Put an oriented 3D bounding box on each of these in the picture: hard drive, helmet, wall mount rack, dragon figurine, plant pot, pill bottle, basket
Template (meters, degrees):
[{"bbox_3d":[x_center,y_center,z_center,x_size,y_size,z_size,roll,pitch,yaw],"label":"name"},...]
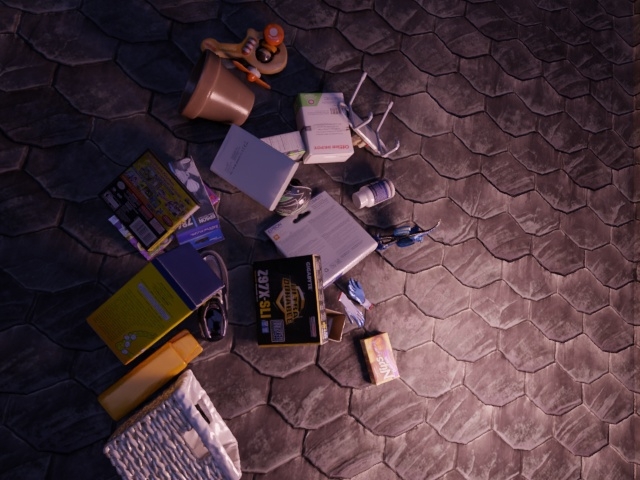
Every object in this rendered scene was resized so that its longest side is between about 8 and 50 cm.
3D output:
[{"bbox_3d":[-0.255,-0.279,1.592,0.308,0.040,0.202,34,102,15],"label":"hard drive"},{"bbox_3d":[-0.123,-0.175,1.652,0.170,0.169,0.161,-28,70,-20],"label":"helmet"},{"bbox_3d":[0.221,-0.529,1.794,0.350,0.131,0.303,33,40,-39],"label":"wall mount rack"},{"bbox_3d":[0.357,-0.017,1.758,0.144,0.290,0.085,-8,83,-57],"label":"dragon figurine"},{"bbox_3d":[-0.389,-0.556,1.621,0.230,0.263,0.262,22,74,-32],"label":"plant pot"},{"bbox_3d":[0.225,-0.199,1.804,0.170,0.094,0.094,-24,88,-20],"label":"pill bottle"},{"bbox_3d":[0.023,0.329,1.645,0.109,0.096,0.108,18,75,-14],"label":"plant pot"},{"bbox_3d":[-0.449,0.638,1.329,0.267,0.331,0.328,-33,91,-14],"label":"basket"}]

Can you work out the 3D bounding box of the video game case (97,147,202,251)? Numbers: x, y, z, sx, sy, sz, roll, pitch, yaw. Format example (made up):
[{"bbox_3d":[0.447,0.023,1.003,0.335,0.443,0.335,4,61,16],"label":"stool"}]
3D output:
[{"bbox_3d":[-0.597,-0.141,1.474,0.248,0.035,0.274,-42,86,2],"label":"video game case"}]

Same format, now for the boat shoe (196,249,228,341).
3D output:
[{"bbox_3d":[-0.383,0.194,1.510,0.127,0.158,0.339,-6,83,-18],"label":"boat shoe"}]

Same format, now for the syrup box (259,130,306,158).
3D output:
[{"bbox_3d":[-0.191,-0.364,1.705,0.237,0.093,0.096,-18,86,-19],"label":"syrup box"}]

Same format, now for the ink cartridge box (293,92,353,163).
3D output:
[{"bbox_3d":[0.011,-0.471,1.775,0.199,0.115,0.272,-7,81,-18],"label":"ink cartridge box"}]

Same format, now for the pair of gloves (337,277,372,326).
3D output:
[{"bbox_3d":[0.141,0.248,1.685,0.159,0.023,0.198,51,36,-10],"label":"pair of gloves"}]

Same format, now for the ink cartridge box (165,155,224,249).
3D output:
[{"bbox_3d":[-0.487,-0.130,1.542,0.166,0.065,0.332,-24,89,-20],"label":"ink cartridge box"}]

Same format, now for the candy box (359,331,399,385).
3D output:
[{"bbox_3d":[0.239,0.478,1.709,0.109,0.053,0.186,-13,83,-19],"label":"candy box"}]

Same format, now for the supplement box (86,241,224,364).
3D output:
[{"bbox_3d":[-0.525,0.199,1.356,0.357,0.194,0.195,-37,93,19],"label":"supplement box"}]

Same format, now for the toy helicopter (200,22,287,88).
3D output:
[{"bbox_3d":[-0.316,-0.762,1.742,0.356,0.140,0.234,3,88,-6],"label":"toy helicopter"}]

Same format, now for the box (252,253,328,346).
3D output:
[{"bbox_3d":[-0.115,0.223,1.556,0.258,0.079,0.321,-8,83,23],"label":"box"}]

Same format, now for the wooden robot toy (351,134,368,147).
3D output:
[{"bbox_3d":[0.165,-0.431,1.837,0.076,0.079,0.173,57,31,-8],"label":"wooden robot toy"}]

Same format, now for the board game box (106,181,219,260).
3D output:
[{"bbox_3d":[-0.576,-0.114,1.567,0.208,0.056,0.347,45,71,-1],"label":"board game box"}]

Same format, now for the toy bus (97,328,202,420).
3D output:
[{"bbox_3d":[-0.564,0.443,1.424,0.333,0.130,0.108,-38,93,-19],"label":"toy bus"}]

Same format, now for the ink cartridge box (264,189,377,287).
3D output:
[{"bbox_3d":[0.000,0.000,1.693,0.324,0.071,0.330,-36,69,-20],"label":"ink cartridge box"}]
